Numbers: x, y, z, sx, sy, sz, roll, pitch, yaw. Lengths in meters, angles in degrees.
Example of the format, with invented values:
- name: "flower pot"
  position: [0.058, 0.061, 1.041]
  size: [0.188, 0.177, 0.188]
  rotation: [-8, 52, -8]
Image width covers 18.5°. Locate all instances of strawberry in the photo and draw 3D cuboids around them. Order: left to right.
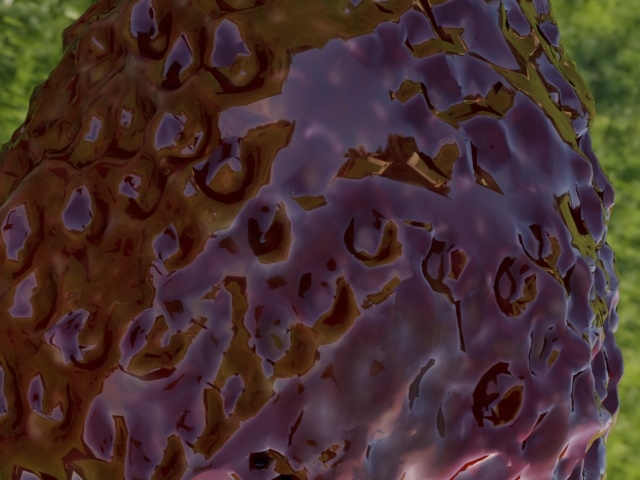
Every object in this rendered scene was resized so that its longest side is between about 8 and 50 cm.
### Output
- name: "strawberry"
  position: [-0.001, 0.012, 0.798]
  size: [0.292, 0.292, 0.310]
  rotation: [-3, 127, -54]
